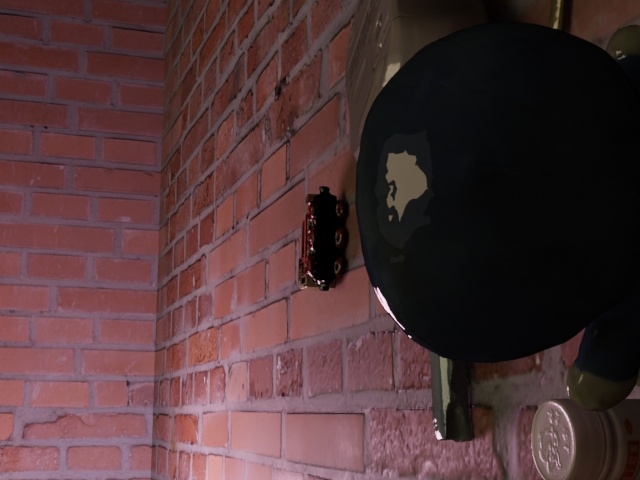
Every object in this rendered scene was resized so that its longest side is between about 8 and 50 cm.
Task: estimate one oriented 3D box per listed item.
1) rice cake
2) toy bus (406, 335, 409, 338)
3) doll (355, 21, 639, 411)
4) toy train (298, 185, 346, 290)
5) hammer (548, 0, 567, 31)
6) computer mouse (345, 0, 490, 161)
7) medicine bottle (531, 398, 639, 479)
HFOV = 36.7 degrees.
[{"bbox_3d":[0.122,0.100,0.916,0.042,0.030,0.180,148,123,-64],"label":"rice cake"},{"bbox_3d":[0.098,0.064,0.988,0.083,0.037,0.031,-106,27,-46],"label":"toy bus"},{"bbox_3d":[0.137,-0.017,0.536,0.154,0.258,0.228,-171,87,-71],"label":"doll"},{"bbox_3d":[0.000,0.000,1.279,0.087,0.050,0.138,153,119,-73],"label":"toy train"},{"bbox_3d":[0.198,-0.264,0.782,0.062,0.013,0.198,-165,80,-72],"label":"hammer"},{"bbox_3d":[0.097,-0.177,0.912,0.297,0.121,0.184,-88,10,-55],"label":"computer mouse"},{"bbox_3d":[0.188,0.129,0.618,0.057,0.089,0.057,-176,90,-73],"label":"medicine bottle"}]
